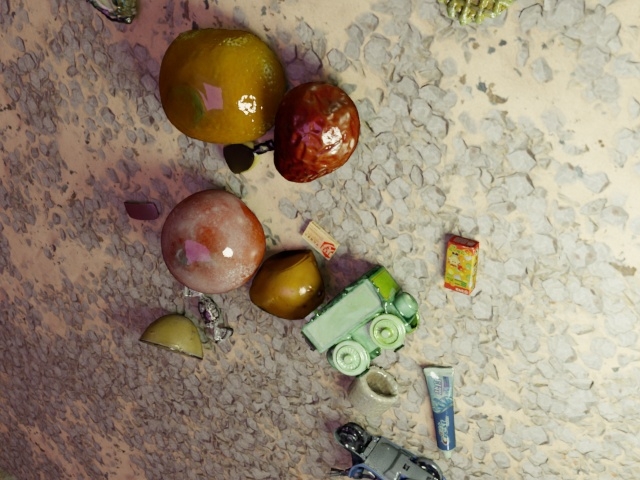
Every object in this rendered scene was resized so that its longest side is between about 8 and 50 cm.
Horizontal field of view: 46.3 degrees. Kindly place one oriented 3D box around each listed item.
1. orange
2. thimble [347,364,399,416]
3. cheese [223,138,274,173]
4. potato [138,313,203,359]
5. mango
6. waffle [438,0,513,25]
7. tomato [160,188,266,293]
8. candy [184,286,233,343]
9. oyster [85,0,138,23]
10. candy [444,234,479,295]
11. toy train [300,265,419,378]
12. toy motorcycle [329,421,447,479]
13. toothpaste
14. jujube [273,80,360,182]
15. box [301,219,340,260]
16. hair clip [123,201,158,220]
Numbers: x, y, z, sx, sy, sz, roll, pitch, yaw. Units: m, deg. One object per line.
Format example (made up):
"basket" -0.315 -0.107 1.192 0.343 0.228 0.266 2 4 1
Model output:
"orange" -0.249 -0.352 1.716 0.334 0.196 0.263 18 112 37
"thimble" 0.134 0.384 1.903 0.115 0.102 0.090 21 134 -11
"cheese" -0.167 -0.215 1.814 0.162 0.036 0.086 -13 105 41
"potato" -0.440 0.285 2.279 0.202 0.117 0.182 7 161 35
"mango" -0.088 0.128 1.895 0.236 0.136 0.166 -4 118 45
"waffle" 0.267 -0.476 1.319 0.169 0.036 0.183 -22 101 45
"tomato" -0.282 0.010 1.904 0.270 0.227 0.270 10 114 24
"candy" -0.329 0.199 2.183 0.094 0.051 0.226 -16 105 39
"oyster" -0.501 -0.647 1.779 0.198 0.092 0.260 1 107 37
"candy" 0.304 0.053 1.611 0.062 0.038 0.122 17 126 29
"toy train" 0.100 0.191 1.747 0.271 0.159 0.188 -41 86 25
"toy motorcycle" 0.178 0.628 2.002 0.358 0.125 0.213 32 134 16
"toothpaste" 0.302 0.425 1.839 0.069 0.047 0.268 14 121 46
"jujube" -0.019 -0.223 1.616 0.190 0.190 0.255 47 151 5
"box" 0.000 0.000 1.830 0.093 0.015 0.058 42 135 10
"hair clip" -0.528 -0.087 2.182 0.137 0.022 0.054 6 122 35
